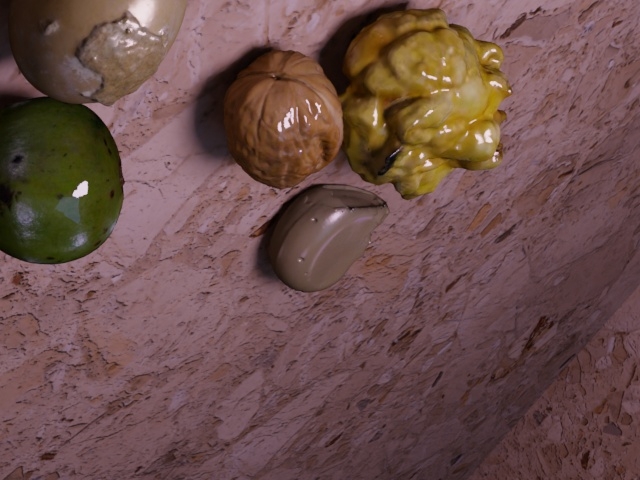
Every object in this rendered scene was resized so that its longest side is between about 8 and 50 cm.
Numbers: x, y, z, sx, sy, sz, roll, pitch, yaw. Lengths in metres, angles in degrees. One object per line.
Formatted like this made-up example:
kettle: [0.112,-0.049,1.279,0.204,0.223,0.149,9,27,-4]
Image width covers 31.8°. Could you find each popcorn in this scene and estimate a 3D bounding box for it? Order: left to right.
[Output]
popcorn: [0.136,-0.181,1.515,0.252,0.215,0.286,-19,152,-2]

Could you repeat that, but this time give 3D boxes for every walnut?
walnut: [-0.046,-0.147,1.416,0.155,0.155,0.184,-31,152,-15]

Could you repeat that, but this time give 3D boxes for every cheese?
cheese: [0.000,0.000,1.731,0.175,0.091,0.202,-7,139,-44]

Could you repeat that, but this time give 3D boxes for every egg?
egg: [-0.215,-0.225,1.100,0.201,0.164,0.164,-49,150,9]

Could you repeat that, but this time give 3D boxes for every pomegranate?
pomegranate: [-0.325,-0.062,1.206,0.225,0.187,0.187,0,139,-10]
